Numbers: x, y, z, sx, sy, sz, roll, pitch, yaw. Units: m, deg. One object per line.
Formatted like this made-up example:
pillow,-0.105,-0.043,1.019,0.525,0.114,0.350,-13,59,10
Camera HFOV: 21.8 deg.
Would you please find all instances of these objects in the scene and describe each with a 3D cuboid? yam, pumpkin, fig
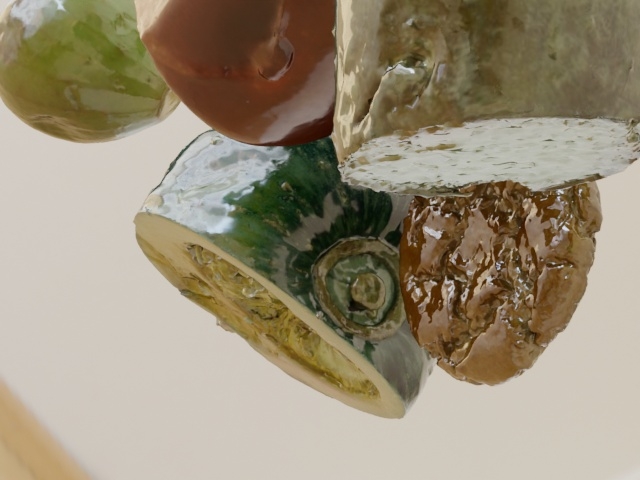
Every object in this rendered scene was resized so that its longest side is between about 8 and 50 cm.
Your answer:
yam,0.085,-0.176,0.794,0.168,0.168,0.304,7,82,-77
pumpkin,0.000,0.000,1.487,0.293,0.197,0.263,42,-19,-12
fig,-0.274,-0.209,1.922,0.230,0.207,0.207,46,-4,47

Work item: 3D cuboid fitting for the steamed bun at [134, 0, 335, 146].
steamed bun,0.004,-0.253,1.262,0.248,0.235,0.379,18,46,-29

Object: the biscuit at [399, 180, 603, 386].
biscuit,0.130,-0.001,1.272,0.042,0.226,0.226,14,40,-33
